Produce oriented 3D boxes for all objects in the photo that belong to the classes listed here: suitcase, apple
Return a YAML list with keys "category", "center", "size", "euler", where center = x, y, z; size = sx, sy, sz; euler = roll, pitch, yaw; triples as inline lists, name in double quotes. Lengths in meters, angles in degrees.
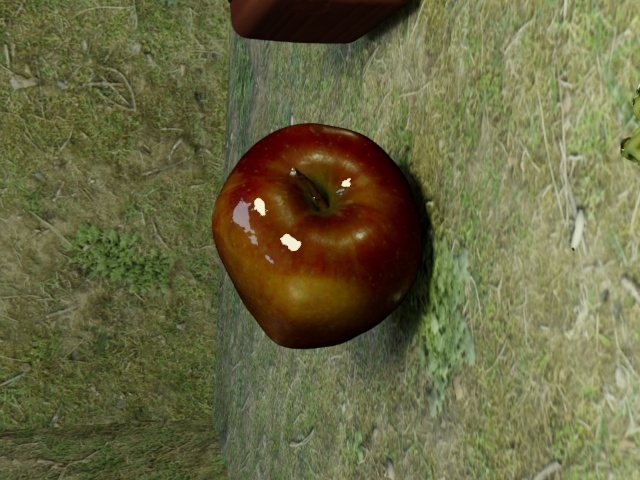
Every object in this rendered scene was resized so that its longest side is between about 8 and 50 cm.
- category: "suitcase"
  center: [-0.006, -0.388, 1.407]
  size: [0.297, 0.236, 0.161]
  euler: [177, 93, -74]
- category: "apple"
  center: [0.000, 0.000, 1.342]
  size: [0.316, 0.288, 0.288]
  euler: [94, 168, -57]

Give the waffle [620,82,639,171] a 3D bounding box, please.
- category: "waffle"
  center: [0.287, -0.109, 0.674]
  size: [0.214, 0.054, 0.207]
  euler: [-113, 31, -61]
